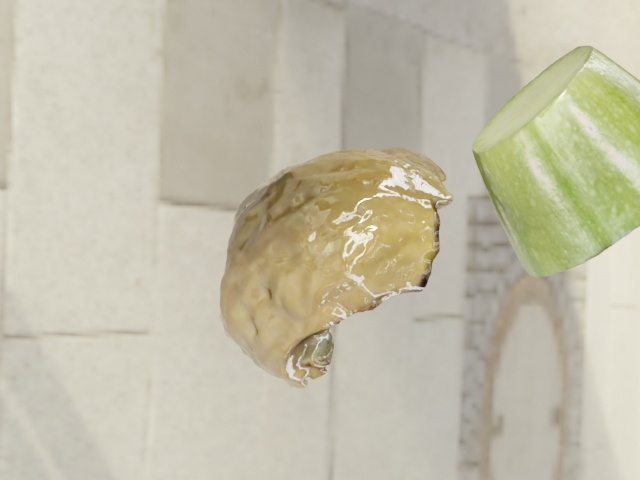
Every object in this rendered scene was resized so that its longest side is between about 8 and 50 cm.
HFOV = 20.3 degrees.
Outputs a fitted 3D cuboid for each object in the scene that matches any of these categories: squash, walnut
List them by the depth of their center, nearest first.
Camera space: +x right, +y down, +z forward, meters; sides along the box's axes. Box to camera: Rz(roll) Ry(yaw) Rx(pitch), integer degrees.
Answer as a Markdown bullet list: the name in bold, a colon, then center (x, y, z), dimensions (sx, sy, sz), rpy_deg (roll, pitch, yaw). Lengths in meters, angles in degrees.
- **squash**: center (0.191, -0.058, 1.320), dimensions (0.123, 0.170, 0.170), rpy_deg (48, 38, -11)
- **walnut**: center (0.003, 0.004, 1.558), dimensions (0.141, 0.204, 0.238), rpy_deg (33, 76, -23)
